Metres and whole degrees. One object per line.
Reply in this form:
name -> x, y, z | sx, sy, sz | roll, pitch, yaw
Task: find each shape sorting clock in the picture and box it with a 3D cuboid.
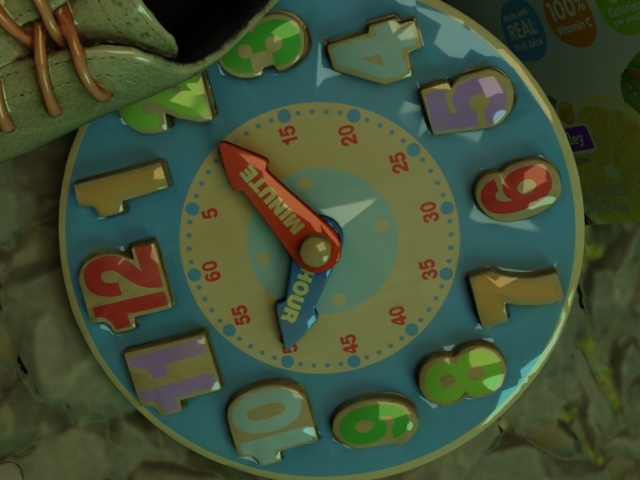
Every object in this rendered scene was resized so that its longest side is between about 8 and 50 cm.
shape sorting clock -> 0.000, 0.000, 0.537 | 0.206, 0.040, 0.206 | 1, 106, 4

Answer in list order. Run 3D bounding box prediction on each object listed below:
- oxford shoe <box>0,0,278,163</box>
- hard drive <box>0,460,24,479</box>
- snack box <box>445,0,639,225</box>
oxford shoe -> -0.125, -0.084, 0.449 | 0.397, 0.146, 0.140 | -40, 128, -9
hard drive -> -0.245, 0.193, 0.395 | 0.339, 0.064, 0.237 | -2, 55, -17
snack box -> 0.118, -0.112, 0.549 | 0.070, 0.174, 0.207 | -27, 98, -22
